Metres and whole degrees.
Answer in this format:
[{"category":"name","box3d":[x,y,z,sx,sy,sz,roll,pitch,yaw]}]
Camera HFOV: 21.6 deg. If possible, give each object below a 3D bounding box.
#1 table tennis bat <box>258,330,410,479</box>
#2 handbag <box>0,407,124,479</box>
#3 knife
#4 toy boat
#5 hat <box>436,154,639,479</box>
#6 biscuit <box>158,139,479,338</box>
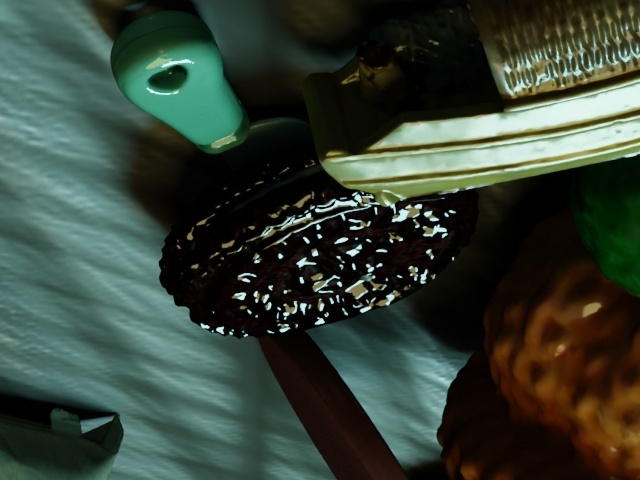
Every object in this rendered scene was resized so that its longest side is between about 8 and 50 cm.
[{"category":"table tennis bat","box3d":[0.046,0.183,1.101,0.038,0.310,0.200,-33,-178,-9]},{"category":"handbag","box3d":[-0.221,0.238,1.152,0.182,0.270,0.117,17,167,-38]},{"category":"knife","box3d":[-0.038,-0.057,0.935,0.063,0.035,0.260,-27,151,11]},{"category":"toy boat","box3d":[0.140,-0.104,0.838,0.310,0.089,0.115,-13,141,7]},{"category":"hat","box3d":[0.181,0.080,1.023,0.285,0.285,0.400,-15,128,10]},{"category":"biscuit","box3d":[0.000,0.000,0.981,0.194,0.053,0.194,-17,155,-8]}]
